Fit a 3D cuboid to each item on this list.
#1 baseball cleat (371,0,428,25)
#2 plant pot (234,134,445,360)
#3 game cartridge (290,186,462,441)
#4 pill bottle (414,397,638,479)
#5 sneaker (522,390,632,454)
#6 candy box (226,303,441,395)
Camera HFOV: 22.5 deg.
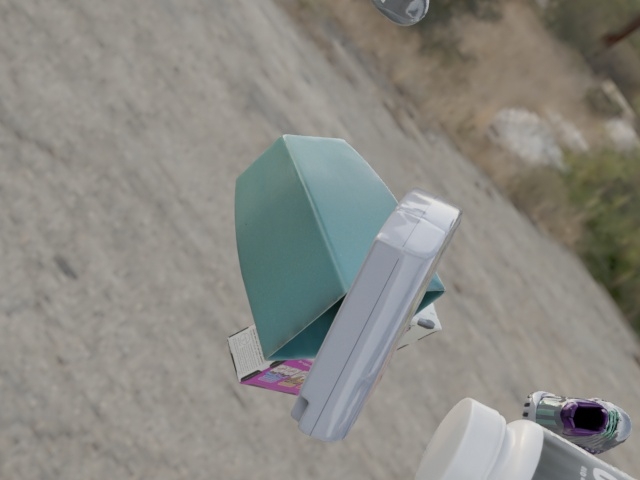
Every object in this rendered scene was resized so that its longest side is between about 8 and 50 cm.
[{"bbox_3d":[0.085,-0.291,1.635,0.109,0.072,0.206,25,-25,41],"label":"baseball cleat"},{"bbox_3d":[0.000,0.000,1.916,0.166,0.165,0.234,0,59,-43],"label":"plant pot"},{"bbox_3d":[0.056,0.051,1.369,0.060,0.196,0.294,23,10,6],"label":"game cartridge"},{"bbox_3d":[0.262,0.310,1.882,0.283,0.161,0.161,29,18,-7],"label":"pill bottle"},{"bbox_3d":[0.387,0.263,2.268,0.224,0.098,0.083,12,83,-41],"label":"sneaker"},{"bbox_3d":[0.018,0.121,2.102,0.159,0.233,0.071,21,47,-57],"label":"candy box"}]
